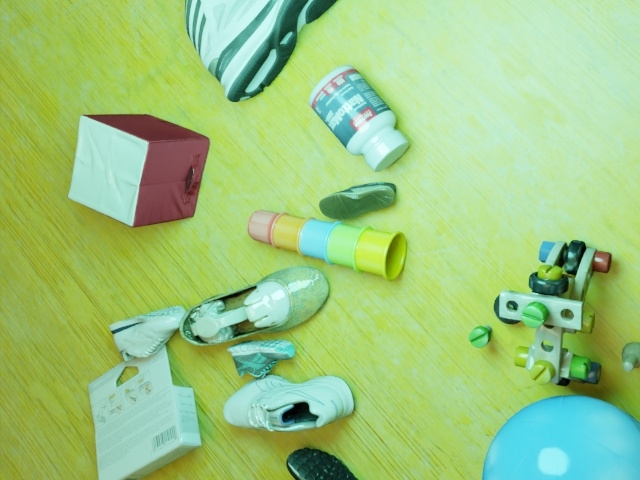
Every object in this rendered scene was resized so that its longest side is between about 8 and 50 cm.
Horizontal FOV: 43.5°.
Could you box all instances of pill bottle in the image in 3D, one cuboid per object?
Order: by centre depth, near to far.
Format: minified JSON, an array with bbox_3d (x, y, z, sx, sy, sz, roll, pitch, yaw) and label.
[{"bbox_3d":[0.072,-0.216,1.441,0.108,0.108,0.180,-46,76,27],"label":"pill bottle"}]

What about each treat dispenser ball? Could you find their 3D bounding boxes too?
[{"bbox_3d":[0.400,0.388,1.256,0.288,0.288,0.288,5,101,28],"label":"treat dispenser ball"}]

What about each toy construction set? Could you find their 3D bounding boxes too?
[{"bbox_3d":[0.396,0.157,1.248,0.309,0.237,0.257,34,113,20],"label":"toy construction set"}]

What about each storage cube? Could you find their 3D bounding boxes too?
[{"bbox_3d":[-0.372,-0.150,1.650,0.215,0.193,0.183,23,109,25],"label":"storage cube"}]

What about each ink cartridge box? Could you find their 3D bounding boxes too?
[{"bbox_3d":[-0.410,0.397,1.837,0.296,0.066,0.261,-33,56,29],"label":"ink cartridge box"}]

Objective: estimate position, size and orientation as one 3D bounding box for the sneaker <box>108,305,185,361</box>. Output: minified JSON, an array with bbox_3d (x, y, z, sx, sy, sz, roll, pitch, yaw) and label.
[{"bbox_3d":[-0.371,0.206,1.772,0.235,0.090,0.094,-18,87,42],"label":"sneaker"}]

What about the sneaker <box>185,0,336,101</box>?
[{"bbox_3d":[-0.109,-0.493,1.459,0.257,0.169,0.447,50,120,11],"label":"sneaker"}]

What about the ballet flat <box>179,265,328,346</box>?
[{"bbox_3d":[-0.145,0.144,1.618,0.349,0.123,0.123,-19,89,30],"label":"ballet flat"}]

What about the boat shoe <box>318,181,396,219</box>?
[{"bbox_3d":[0.072,-0.076,1.499,0.152,0.049,0.056,-7,114,26],"label":"boat shoe"}]

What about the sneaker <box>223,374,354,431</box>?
[{"bbox_3d":[-0.084,0.333,1.608,0.297,0.129,0.110,-14,92,31],"label":"sneaker"}]

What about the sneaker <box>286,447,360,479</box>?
[{"bbox_3d":[0.038,0.532,1.590,0.283,0.107,0.124,29,117,22],"label":"sneaker"}]

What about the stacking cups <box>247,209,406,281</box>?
[{"bbox_3d":[0.000,0.000,1.522,0.316,0.096,0.095,12,104,26],"label":"stacking cups"}]

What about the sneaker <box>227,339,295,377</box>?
[{"bbox_3d":[-0.115,0.246,1.652,0.167,0.065,0.076,-7,96,39],"label":"sneaker"}]
